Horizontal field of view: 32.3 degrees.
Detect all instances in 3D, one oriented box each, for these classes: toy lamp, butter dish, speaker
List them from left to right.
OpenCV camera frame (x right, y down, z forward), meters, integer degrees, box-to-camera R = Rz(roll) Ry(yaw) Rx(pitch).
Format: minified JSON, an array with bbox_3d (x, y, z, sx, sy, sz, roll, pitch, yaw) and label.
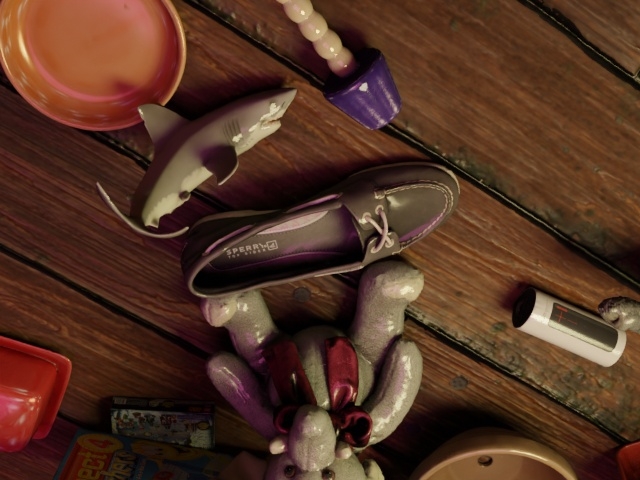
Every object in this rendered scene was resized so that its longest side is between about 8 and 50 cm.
[{"bbox_3d":[-0.414,0.210,1.400,0.160,0.118,0.160,19,121,-12],"label":"butter dish"},{"bbox_3d":[-0.012,-0.226,1.133,0.080,0.080,0.275,-33,118,20],"label":"toy lamp"},{"bbox_3d":[0.305,0.107,1.364,0.136,0.055,0.055,24,120,-14],"label":"speaker"}]

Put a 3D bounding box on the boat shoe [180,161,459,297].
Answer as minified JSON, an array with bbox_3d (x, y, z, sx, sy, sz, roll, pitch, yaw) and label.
[{"bbox_3d":[0.000,0.000,1.270,0.335,0.095,0.112,-14,121,9],"label":"boat shoe"}]

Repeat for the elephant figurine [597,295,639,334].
[{"bbox_3d":[0.461,0.073,1.291,0.239,0.186,0.169,26,86,13],"label":"elephant figurine"}]

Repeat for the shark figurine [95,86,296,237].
[{"bbox_3d":[-0.162,-0.088,1.159,0.166,0.278,0.116,-22,109,45],"label":"shark figurine"}]

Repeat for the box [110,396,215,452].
[{"bbox_3d":[-0.210,0.255,1.482,0.137,0.027,0.094,2,124,-1],"label":"box"}]

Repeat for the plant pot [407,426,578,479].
[{"bbox_3d":[0.225,0.329,1.478,0.237,0.110,0.237,0,122,0],"label":"plant pot"}]

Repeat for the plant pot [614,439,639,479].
[{"bbox_3d":[0.559,0.392,1.403,0.267,0.267,0.236,-22,112,14],"label":"plant pot"}]

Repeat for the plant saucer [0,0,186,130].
[{"bbox_3d":[-0.240,-0.212,1.169,0.200,0.037,0.200,0,123,0],"label":"plant saucer"}]

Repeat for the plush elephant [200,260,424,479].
[{"bbox_3d":[-0.008,0.221,1.321,0.272,0.255,0.330,-1,124,2],"label":"plush elephant"}]

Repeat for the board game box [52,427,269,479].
[{"bbox_3d":[-0.178,0.345,1.334,0.302,0.308,0.086,11,101,-5],"label":"board game box"}]
